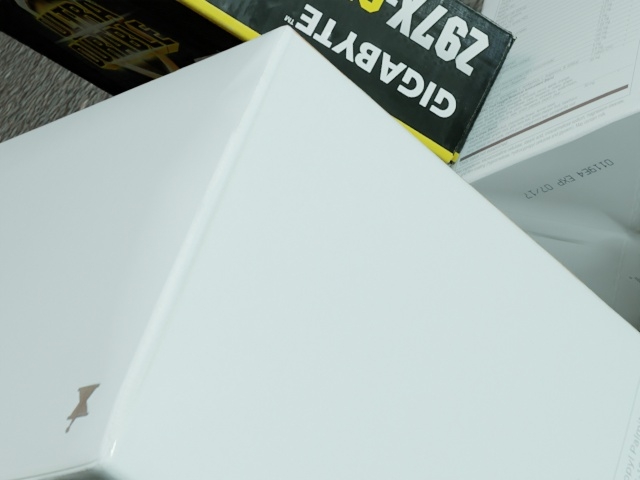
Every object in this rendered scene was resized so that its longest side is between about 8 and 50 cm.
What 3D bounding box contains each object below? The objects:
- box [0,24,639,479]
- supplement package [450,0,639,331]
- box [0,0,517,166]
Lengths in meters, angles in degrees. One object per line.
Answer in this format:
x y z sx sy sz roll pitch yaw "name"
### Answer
0.012 0.110 0.740 0.215 0.345 0.168 -15 44 47 "box"
0.169 -0.098 0.980 0.139 0.134 0.244 -23 39 42 "supplement package"
-0.078 -0.126 1.022 0.079 0.257 0.322 -64 18 -8 "box"
